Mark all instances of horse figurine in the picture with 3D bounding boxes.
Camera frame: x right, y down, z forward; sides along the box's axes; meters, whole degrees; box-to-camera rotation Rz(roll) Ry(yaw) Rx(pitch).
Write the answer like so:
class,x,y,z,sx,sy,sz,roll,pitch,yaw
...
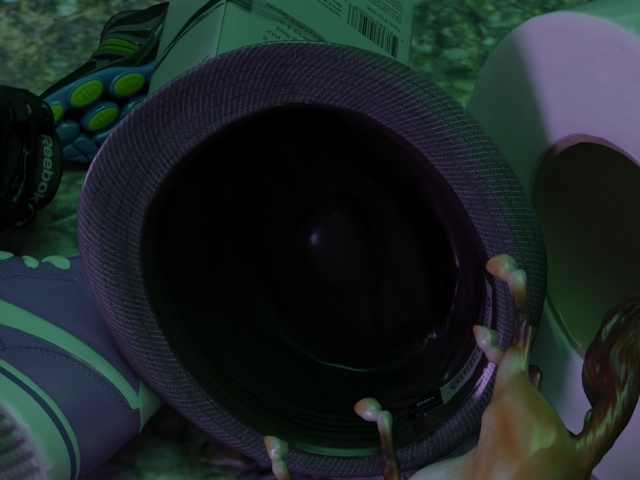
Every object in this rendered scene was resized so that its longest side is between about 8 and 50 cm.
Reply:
class,x,y,z,sx,sy,sz,roll,pitch,yaw
horse figurine,0.070,0.121,0.993,0.263,0.066,0.174,-38,43,20

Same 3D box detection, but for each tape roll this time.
class,x,y,z,sx,sy,sz,roll,pitch,yaw
tape roll,0.195,0.003,1.059,0.100,0.286,0.286,-18,48,-27

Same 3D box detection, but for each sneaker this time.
class,x,y,z,sx,sy,sz,roll,pitch,yaw
sneaker,-0.210,0.039,1.165,0.282,0.102,0.161,34,47,21
sneaker,-0.222,-0.063,1.172,0.135,0.276,0.097,13,83,-6
sneaker,-0.131,-0.114,1.340,0.078,0.067,0.188,16,45,43

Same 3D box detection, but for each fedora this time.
class,x,y,z,sx,sy,sz,roll,pitch,yaw
fedora,0.000,0.000,1.111,0.244,0.275,0.124,-38,16,15

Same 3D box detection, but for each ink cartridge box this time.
class,x,y,z,sx,sy,sz,roll,pitch,yaw
ink cartridge box,-0.025,-0.107,1.259,0.153,0.087,0.208,33,40,-23
